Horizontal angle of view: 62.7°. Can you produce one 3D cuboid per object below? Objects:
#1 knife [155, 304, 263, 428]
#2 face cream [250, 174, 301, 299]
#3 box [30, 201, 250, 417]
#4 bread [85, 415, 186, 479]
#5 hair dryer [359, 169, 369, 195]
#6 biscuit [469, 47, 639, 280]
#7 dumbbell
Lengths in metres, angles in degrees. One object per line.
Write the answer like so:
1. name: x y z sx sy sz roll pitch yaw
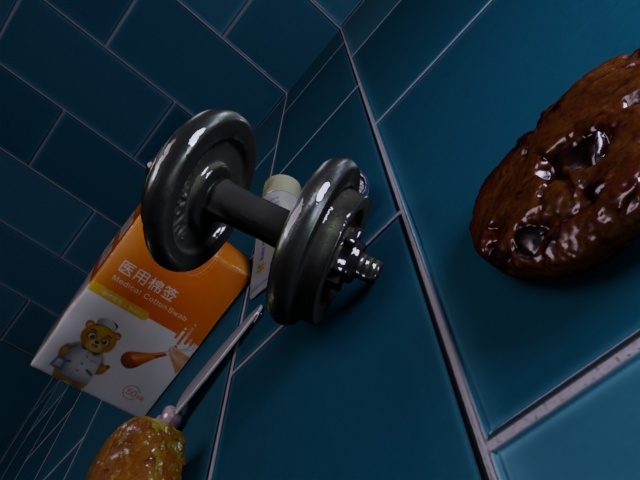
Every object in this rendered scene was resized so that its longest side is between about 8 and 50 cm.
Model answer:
1. knife: -0.191 0.229 0.773 0.336 0.043 0.081 -50 11 -11
2. face cream: -0.076 -0.014 0.888 0.114 0.070 0.224 -38 33 38
3. box: -0.312 0.113 0.951 0.341 0.225 0.143 -53 21 3
4. bread: -0.214 0.296 0.574 0.132 0.103 0.172 -53 18 19
5. hair dryer: 0.001 -0.010 0.734 0.167 0.067 0.199 -129 62 -80
6. biscuit: 0.181 -0.055 0.361 0.192 0.049 0.192 -44 17 17
7. dumbbell: -0.067 -0.026 0.570 0.192 0.290 0.192 -59 -15 -26
